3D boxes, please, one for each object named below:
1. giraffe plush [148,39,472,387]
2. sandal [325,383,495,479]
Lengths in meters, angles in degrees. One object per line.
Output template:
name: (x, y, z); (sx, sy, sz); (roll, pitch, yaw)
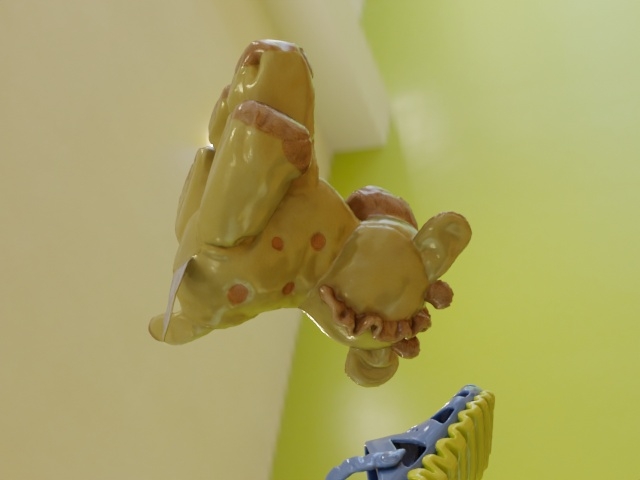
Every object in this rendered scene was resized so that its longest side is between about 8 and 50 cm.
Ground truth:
giraffe plush: (0.000, 0.000, 0.943); (0.181, 0.170, 0.210); (126, 159, -57)
sandal: (0.109, 0.262, 1.758); (0.317, 0.138, 0.126); (-36, -47, -51)
